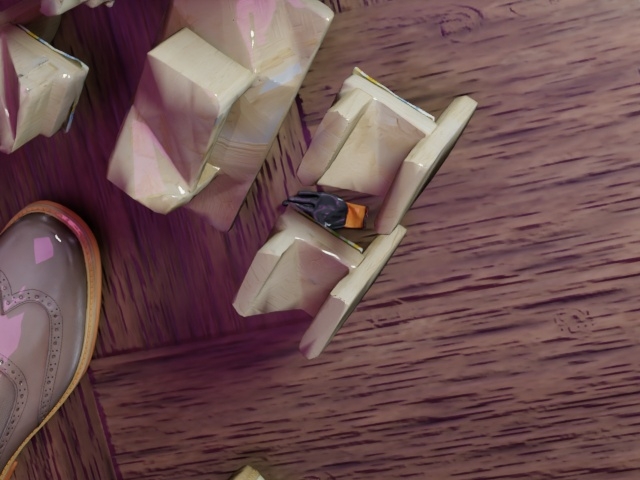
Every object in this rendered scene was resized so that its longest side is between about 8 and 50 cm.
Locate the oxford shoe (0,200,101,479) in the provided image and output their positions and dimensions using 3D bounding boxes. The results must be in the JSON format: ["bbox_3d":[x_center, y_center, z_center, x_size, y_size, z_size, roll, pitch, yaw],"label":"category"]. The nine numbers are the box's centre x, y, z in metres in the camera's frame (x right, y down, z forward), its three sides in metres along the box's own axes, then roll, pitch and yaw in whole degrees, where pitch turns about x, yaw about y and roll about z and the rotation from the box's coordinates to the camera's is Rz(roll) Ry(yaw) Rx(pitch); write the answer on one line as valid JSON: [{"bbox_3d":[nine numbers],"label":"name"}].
[{"bbox_3d":[-0.299,0.136,1.033,0.130,0.133,0.363,27,106,5],"label":"oxford shoe"}]

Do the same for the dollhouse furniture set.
[{"bbox_3d":[-0.033,-0.193,0.896,0.362,0.256,0.394,33,127,6],"label":"dollhouse furniture set"}]

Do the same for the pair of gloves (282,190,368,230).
[{"bbox_3d":[0.000,0.000,1.006,0.074,0.010,0.083,10,103,9],"label":"pair of gloves"}]

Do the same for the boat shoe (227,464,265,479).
[{"bbox_3d":[-0.133,0.358,1.055,0.110,0.121,0.341,39,105,2],"label":"boat shoe"}]
